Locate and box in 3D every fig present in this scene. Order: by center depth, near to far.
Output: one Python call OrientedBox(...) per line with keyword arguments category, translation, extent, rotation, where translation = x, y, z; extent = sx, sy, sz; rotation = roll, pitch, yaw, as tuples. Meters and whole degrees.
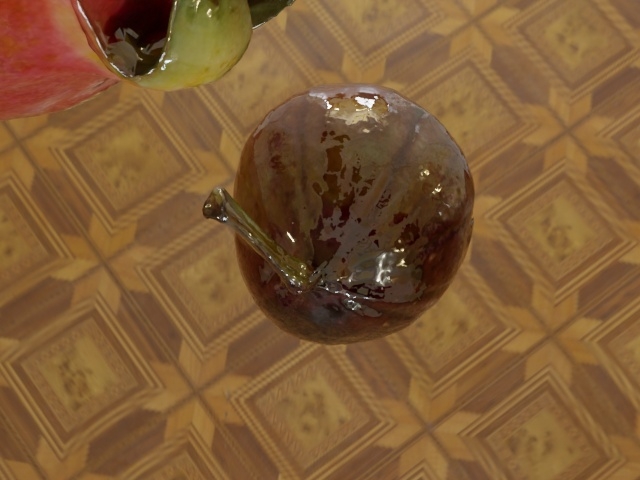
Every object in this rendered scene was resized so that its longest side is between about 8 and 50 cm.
OrientedBox(category="fig", translation=(0.016, 0.002, 0.818), extent=(0.186, 0.204, 0.249), rotation=(17, 29, 0))

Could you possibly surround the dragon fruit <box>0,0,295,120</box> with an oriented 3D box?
OrientedBox(category="dragon fruit", translation=(-0.113, -0.189, 0.454), extent=(0.189, 0.290, 0.291), rotation=(-2, 69, 28))
